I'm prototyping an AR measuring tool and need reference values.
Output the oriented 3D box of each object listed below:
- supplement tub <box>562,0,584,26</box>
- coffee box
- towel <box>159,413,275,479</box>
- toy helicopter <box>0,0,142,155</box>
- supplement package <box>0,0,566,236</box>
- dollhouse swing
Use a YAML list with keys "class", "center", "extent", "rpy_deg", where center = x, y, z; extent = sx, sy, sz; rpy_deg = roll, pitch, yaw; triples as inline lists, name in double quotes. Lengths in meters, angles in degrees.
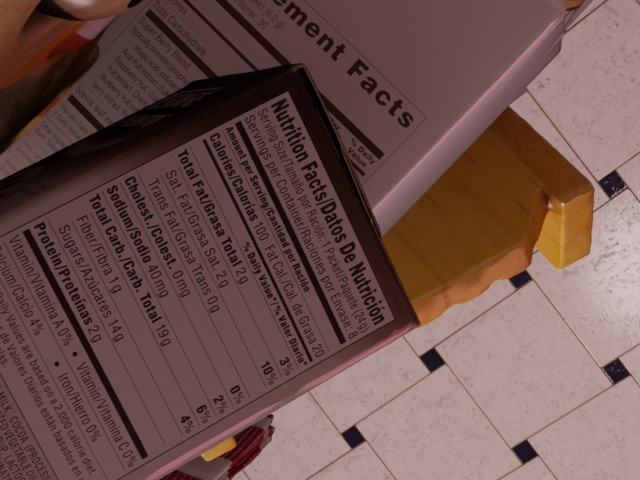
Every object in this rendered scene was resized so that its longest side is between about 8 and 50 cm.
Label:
- class: "supplement tub"
  center: [0.137, -0.216, 0.977]
  extent: [0.144, 0.144, 0.199]
  rpy_deg: [-38, 165, -53]
- class: "coffee box"
  center: [-0.133, 0.045, 0.526]
  extent: [0.297, 0.119, 0.168]
  rpy_deg: [-29, -168, -17]
- class: "towel"
  center: [-0.227, 0.258, 1.501]
  extent: [0.329, 0.237, 0.037]
  rpy_deg: [-38, 138, -56]
- class: "toy helicopter"
  center: [-0.099, -0.076, 0.443]
  extent: [0.235, 0.140, 0.355]
  rpy_deg: [-50, -171, -21]
- class: "supplement package"
  center: [-0.022, -0.072, 0.740]
  extent: [0.293, 0.175, 0.177]
  rpy_deg: [-46, 174, 8]
- class: "dollhouse swing"
  center: [0.042, 0.076, 1.110]
  extent: [0.347, 0.315, 0.305]
  rpy_deg: [-28, 129, -6]
